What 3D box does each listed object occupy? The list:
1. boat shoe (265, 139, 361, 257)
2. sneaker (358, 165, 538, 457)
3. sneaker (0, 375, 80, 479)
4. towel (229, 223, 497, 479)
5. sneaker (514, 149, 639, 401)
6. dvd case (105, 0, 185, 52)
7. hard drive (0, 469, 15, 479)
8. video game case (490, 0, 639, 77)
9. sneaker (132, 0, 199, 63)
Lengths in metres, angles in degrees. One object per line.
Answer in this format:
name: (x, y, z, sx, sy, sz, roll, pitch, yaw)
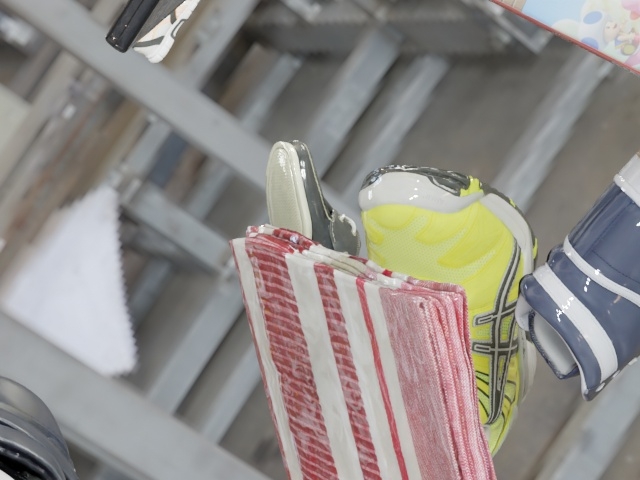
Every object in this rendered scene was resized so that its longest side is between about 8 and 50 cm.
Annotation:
boat shoe: (0.000, 0.000, 2.022, 0.079, 0.233, 0.084, -23, 18, -25)
sneaker: (0.116, 0.082, 1.700, 0.145, 0.384, 0.147, 3, 53, 22)
sneaker: (-0.185, 0.146, 1.040, 0.321, 0.126, 0.127, -85, 21, -61)
towel: (0.034, 0.119, 1.302, 0.037, 0.237, 0.329, -17, 14, -20)
sneaker: (0.242, 0.057, 1.365, 0.153, 0.282, 0.099, -46, 47, 6)
dvd case: (-0.078, -0.250, 1.493, 0.180, 0.022, 0.253, -53, 3, 24)
hard drive: (-0.224, 0.159, 0.802, 0.319, 0.040, 0.210, 28, 97, 32)
video game case: (0.227, -0.183, 1.086, 0.285, 0.025, 0.204, 32, 95, 32)
sneaker: (-0.150, -0.226, 1.873, 0.109, 0.044, 0.040, -59, 27, 7)
